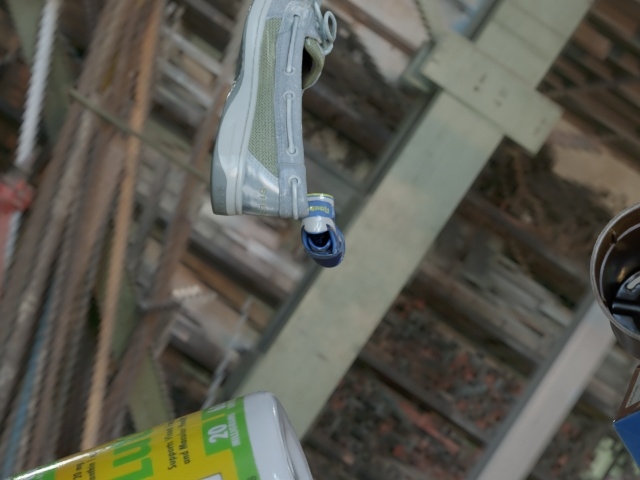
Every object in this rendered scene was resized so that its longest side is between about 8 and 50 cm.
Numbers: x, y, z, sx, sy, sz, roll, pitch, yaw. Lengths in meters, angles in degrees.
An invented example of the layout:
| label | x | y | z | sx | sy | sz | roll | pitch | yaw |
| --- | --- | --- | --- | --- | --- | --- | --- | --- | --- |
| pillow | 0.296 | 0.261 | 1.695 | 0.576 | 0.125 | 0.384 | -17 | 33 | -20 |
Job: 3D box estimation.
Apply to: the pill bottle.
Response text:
| label | x | y | z | sx | sy | sz | roll | pitch | yaw |
| --- | --- | --- | --- | --- | --- | --- | --- | --- | --- |
| pill bottle | -0.122 | 0.190 | 0.890 | 0.136 | 0.245 | 0.136 | -19 | 90 | -89 |

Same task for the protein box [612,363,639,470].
| label | x | y | z | sx | sy | sz | roll | pitch | yaw |
| --- | --- | --- | --- | --- | --- | --- | --- | --- | --- |
| protein box | 0.403 | 0.177 | 1.339 | 0.200 | 0.201 | 0.136 | 57 | 28 | -5 |

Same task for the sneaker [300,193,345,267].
| label | x | y | z | sx | sy | sz | roll | pitch | yaw |
| --- | --- | --- | --- | --- | --- | --- | --- | --- | --- |
| sneaker | 0.000 | 0.000 | 1.938 | 0.053 | 0.059 | 0.144 | -6 | -34 | 8 |

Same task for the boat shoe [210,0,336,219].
| label | x | y | z | sx | sy | sz | roll | pitch | yaw |
| --- | --- | --- | --- | --- | --- | --- | --- | --- | --- |
| boat shoe | -0.034 | -0.154 | 1.539 | 0.103 | 0.320 | 0.118 | 10 | -38 | 5 |

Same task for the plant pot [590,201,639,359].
| label | x | y | z | sx | sy | sz | roll | pitch | yaw |
| --- | --- | --- | --- | --- | --- | --- | --- | --- | --- |
| plant pot | 0.381 | 0.057 | 1.666 | 0.167 | 0.167 | 0.165 | 33 | -10 | 19 |
